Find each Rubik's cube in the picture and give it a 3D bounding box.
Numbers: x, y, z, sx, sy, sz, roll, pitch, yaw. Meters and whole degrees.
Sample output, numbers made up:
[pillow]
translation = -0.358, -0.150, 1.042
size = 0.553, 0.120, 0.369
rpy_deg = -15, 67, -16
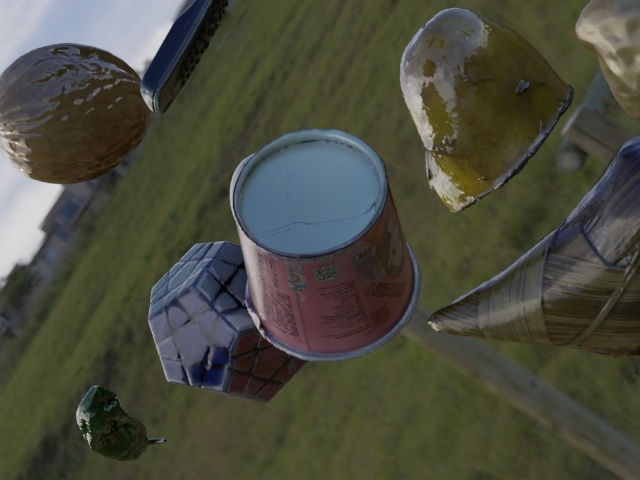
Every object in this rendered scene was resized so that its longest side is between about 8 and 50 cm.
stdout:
[Rubik's cube]
translation = -0.164, 0.149, 1.942
size = 0.319, 0.319, 0.264
rpy_deg = -57, -14, 26

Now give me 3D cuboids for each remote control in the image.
[remote control]
translation = -0.163, -0.254, 1.324
size = 0.072, 0.042, 0.222
rpy_deg = 101, -167, -64

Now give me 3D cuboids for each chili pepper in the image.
[chili pepper]
translation = -0.335, 0.305, 1.725
size = 0.100, 0.074, 0.257
rpy_deg = -35, -21, -9

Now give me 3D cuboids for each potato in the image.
[potato]
translation = 0.260, -0.263, 1.954
size = 0.290, 0.296, 0.397
rpy_deg = -54, 8, -17

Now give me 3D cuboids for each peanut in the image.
[peanut]
translation = 0.341, -0.143, 0.892
size = 0.136, 0.299, 0.120
rpy_deg = -56, 30, 31

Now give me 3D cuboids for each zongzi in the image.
[zongzi]
translation = 0.274, 0.017, 1.204
size = 0.134, 0.289, 0.285
rpy_deg = -86, -3, -50

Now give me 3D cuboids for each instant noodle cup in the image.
[instant noodle cup]
translation = 0.000, 0.000, 1.356
size = 0.243, 0.243, 0.231
rpy_deg = -56, -25, -24

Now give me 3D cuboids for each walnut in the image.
[walnut]
translation = -0.391, -0.199, 1.667
size = 0.261, 0.224, 0.225
rpy_deg = -11, -23, -22

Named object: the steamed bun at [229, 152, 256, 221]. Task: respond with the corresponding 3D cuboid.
[steamed bun]
translation = -0.071, -0.047, 1.825
size = 0.130, 0.177, 0.228
rpy_deg = -61, -25, -18
